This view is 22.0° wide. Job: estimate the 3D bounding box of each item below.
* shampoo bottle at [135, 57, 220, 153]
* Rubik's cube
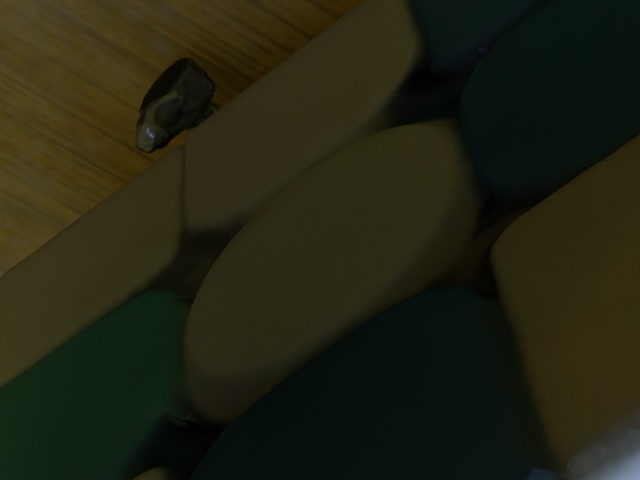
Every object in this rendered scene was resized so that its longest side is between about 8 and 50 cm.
[{"bbox_3d":[0.001,-0.001,0.740,0.057,0.063,0.207,-38,113,24],"label":"shampoo bottle"},{"bbox_3d":[0.098,0.116,0.584,0.347,0.346,0.344,-37,116,14],"label":"Rubik's cube"}]
